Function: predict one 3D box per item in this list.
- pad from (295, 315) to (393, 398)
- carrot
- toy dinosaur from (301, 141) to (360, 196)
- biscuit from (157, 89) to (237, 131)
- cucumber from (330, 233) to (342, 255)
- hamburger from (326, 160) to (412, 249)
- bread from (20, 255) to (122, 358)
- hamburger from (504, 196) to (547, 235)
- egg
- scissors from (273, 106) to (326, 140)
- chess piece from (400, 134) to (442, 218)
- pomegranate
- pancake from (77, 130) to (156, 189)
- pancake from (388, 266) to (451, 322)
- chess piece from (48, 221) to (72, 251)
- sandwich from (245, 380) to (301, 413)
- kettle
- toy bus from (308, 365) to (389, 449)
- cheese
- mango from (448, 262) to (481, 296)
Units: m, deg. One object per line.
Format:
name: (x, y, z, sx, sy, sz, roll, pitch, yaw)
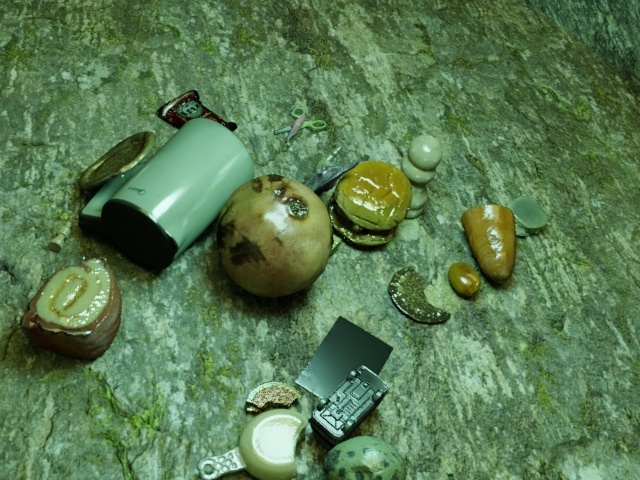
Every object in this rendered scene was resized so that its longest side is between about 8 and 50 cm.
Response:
pad: (0.066, 0.311, 1.805, 0.170, 0.006, 0.245, 29, 48, 9)
carrot: (0.508, 0.025, 2.128, 0.159, 0.159, 0.225, 6, 61, -13)
toy dinosaur: (-0.008, -0.164, 2.061, 0.077, 0.294, 0.162, 37, 22, -15)
biscuit: (-0.378, -0.376, 2.234, 0.235, 0.063, 0.151, 39, 49, 21)
cucumber: (0.000, 0.000, 2.042, 0.107, 0.035, 0.067, 31, 58, 18)
hamburger: (0.143, -0.109, 2.085, 0.244, 0.163, 0.245, 12, 53, -17)
bread: (-0.553, 0.156, 1.664, 0.190, 0.123, 0.244, 20, 47, -2)
hamburger: (0.652, -0.076, 2.302, 0.140, 0.062, 0.133, -21, 62, -34)
egg: (0.095, 0.496, 1.558, 0.181, 0.141, 0.141, 10, 46, 5)
scissors: (-0.077, -0.378, 2.363, 0.133, 0.020, 0.187, 33, 46, 17)
chess piece: (0.289, -0.200, 2.160, 0.142, 0.261, 0.143, 11, 46, -12)
pomegranate: (-0.117, -0.014, 1.856, 0.321, 0.322, 0.322, 9, 47, -10)
pancake: (-0.555, -0.213, 1.950, 0.249, 0.031, 0.250, -24, 30, 15)
pancake: (0.276, 0.150, 2.008, 0.184, 0.020, 0.191, 13, 48, -6)
chess piece: (-0.661, -0.015, 1.844, 0.035, 0.035, 0.092, 17, 43, -3)
sandwich: (-0.113, 0.365, 1.684, 0.135, 0.029, 0.067, -2, 56, -21)
kettle: (-0.421, -0.131, 1.910, 0.360, 0.250, 0.377, 15, 46, 24)
toy bus: (0.063, 0.388, 1.664, 0.096, 0.108, 0.199, 37, 49, 20)
cheese: (-0.144, 0.447, 1.573, 0.248, 0.071, 0.164, 4, 49, -13)
mango: (0.409, 0.110, 2.059, 0.080, 0.060, 0.114, -14, 56, -11)
